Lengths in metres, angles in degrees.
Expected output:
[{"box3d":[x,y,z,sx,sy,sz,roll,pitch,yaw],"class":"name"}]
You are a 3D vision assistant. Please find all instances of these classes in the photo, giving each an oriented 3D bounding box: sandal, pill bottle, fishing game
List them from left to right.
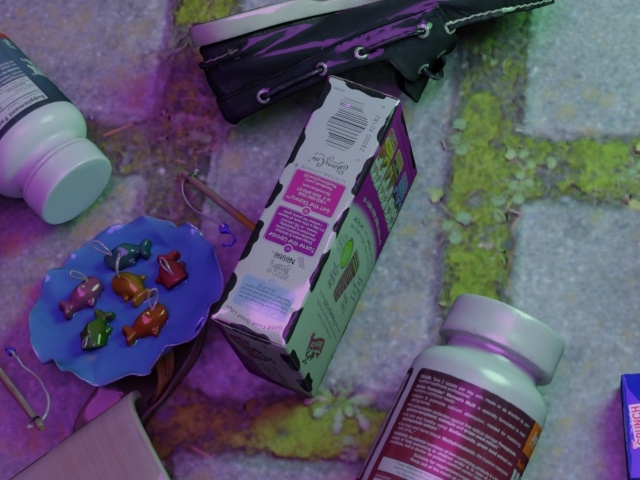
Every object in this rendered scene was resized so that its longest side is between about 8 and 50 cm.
[{"box3d":[-0.278,-0.102,1.475,0.108,0.108,0.180,-42,71,-8],"class":"pill bottle"},{"box3d":[-0.175,0.046,1.408,0.264,0.041,0.189,-38,46,-10],"class":"fishing game"},{"box3d":[-0.159,0.109,1.410,0.072,0.049,0.180,28,76,16],"class":"sandal"},{"box3d":[0.111,0.163,1.315,0.121,0.121,0.221,23,75,15],"class":"pill bottle"}]

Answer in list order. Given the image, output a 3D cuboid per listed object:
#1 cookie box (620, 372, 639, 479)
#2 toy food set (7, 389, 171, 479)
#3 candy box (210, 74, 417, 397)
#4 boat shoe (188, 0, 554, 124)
[{"box3d":[0.305,0.154,1.334,0.107,0.040,0.092,-3,70,7],"class":"cookie box"},{"box3d":[-0.172,0.307,1.330,0.219,0.092,0.306,-35,67,7],"class":"toy food set"},{"box3d":[0.000,0.000,1.371,0.071,0.159,0.233,20,73,16],"class":"candy box"},{"box3d":[0.058,-0.176,1.457,0.340,0.127,0.113,-12,98,-5],"class":"boat shoe"}]
